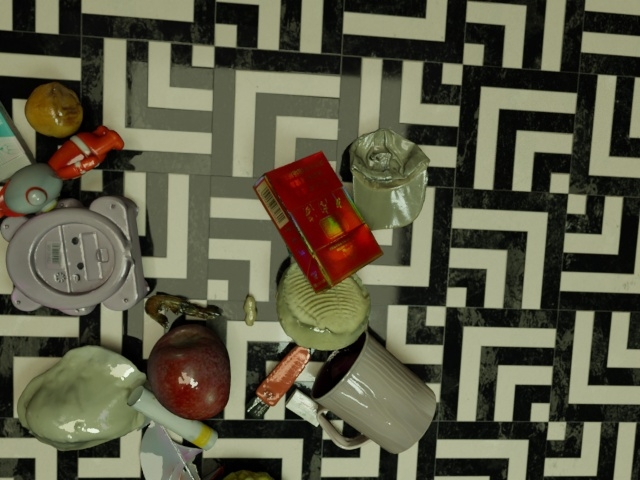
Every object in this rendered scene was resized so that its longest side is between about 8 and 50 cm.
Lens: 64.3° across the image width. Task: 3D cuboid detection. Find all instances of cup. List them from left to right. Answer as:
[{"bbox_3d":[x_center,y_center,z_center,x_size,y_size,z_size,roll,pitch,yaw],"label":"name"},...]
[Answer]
[{"bbox_3d":[0.120,0.420,1.330,0.273,0.208,0.288,39,82,-9],"label":"cup"}]

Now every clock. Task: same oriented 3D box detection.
[{"bbox_3d":[-0.615,0.041,1.283,0.321,0.113,0.296,-6,96,-3],"label":"clock"}]

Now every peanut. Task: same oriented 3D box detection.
[{"bbox_3d":[-0.188,0.190,1.371,0.037,0.037,0.084,-2,93,-5],"label":"peanut"}]

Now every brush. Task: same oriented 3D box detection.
[{"bbox_3d":[-0.087,0.354,1.391,0.070,0.051,0.323,41,93,0],"label":"brush"}]

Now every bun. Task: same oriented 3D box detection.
[{"bbox_3d":[0.001,0.170,1.311,0.259,0.260,0.152,18,135,-6],"label":"bun"}]

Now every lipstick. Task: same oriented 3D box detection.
[{"bbox_3d":[-0.378,0.462,1.319,0.059,0.059,0.264,-44,120,0],"label":"lipstick"}]

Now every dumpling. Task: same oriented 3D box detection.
[{"bbox_3d":[-0.600,0.389,1.274,0.317,0.187,0.243,8,94,-9],"label":"dumpling"}]

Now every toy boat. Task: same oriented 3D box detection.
[{"bbox_3d":[-0.417,0.627,1.377,0.318,0.072,0.219,39,88,-4],"label":"toy boat"}]

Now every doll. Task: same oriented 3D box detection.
[{"bbox_3d":[-0.628,-0.156,1.214,0.336,0.199,0.106,-42,131,-20],"label":"doll"}]

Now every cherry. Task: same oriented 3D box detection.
[{"bbox_3d":[-0.328,0.343,1.280,0.205,0.239,0.240,-3,96,-24],"label":"cherry"}]

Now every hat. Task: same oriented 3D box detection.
[{"bbox_3d":[0.164,-0.160,1.360,0.214,0.149,0.245,-5,132,-13],"label":"hat"}]

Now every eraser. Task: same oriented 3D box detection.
[{"bbox_3d":[-0.810,-0.263,1.267,0.095,0.052,0.225,-29,96,-4],"label":"eraser"}]

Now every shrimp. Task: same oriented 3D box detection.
[{"bbox_3d":[-0.355,0.190,1.302,0.195,0.148,0.035,16,102,-8],"label":"shrimp"}]

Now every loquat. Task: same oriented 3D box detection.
[{"bbox_3d":[-0.652,-0.320,1.253,0.137,0.113,0.138,-2,84,18],"label":"loquat"}]

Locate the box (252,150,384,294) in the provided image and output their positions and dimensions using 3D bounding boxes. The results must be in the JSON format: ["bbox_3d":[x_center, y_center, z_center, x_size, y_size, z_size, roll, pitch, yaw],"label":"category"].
[{"bbox_3d":[-0.003,-0.049,1.268,0.197,0.089,0.314,-28,86,-38],"label":"box"}]

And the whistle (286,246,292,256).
[{"bbox_3d":[0.000,0.000,1.371,0.186,0.039,0.039,-18,96,-3],"label":"whistle"}]

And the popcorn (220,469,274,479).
[{"bbox_3d":[-0.196,0.730,1.315,0.286,0.215,0.252,-16,108,-42],"label":"popcorn"}]

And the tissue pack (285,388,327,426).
[{"bbox_3d":[-0.039,0.464,1.414,0.108,0.023,0.056,37,91,-7],"label":"tissue pack"}]
